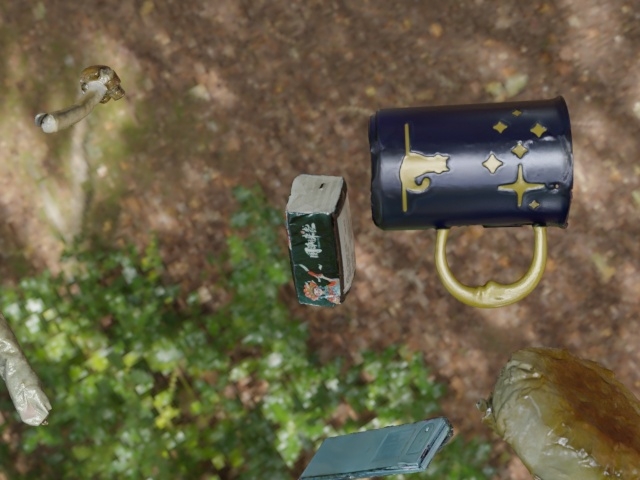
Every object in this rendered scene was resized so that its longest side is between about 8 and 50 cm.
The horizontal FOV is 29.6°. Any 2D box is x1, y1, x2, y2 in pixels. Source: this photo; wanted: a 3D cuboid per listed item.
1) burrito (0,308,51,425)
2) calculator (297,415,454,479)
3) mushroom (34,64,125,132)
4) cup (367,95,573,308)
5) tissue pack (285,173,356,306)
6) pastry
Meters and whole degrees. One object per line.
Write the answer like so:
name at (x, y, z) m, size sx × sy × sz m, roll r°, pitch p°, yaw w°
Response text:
burrito at (-0.345, 0.120, 1.318) m, size 0.185 × 0.041 × 0.045 m, roll 56°, pitch 132°, yaw 18°
calculator at (0.045, 0.178, 1.017) m, size 0.018 × 0.057 × 0.172 m, roll 51°, pitch 144°, yaw -14°
mushroom at (-0.330, -0.192, 1.674) m, size 0.061 × 0.187 × 0.060 m, roll -13°, pitch 114°, yaw 27°
cup at (0.194, -0.060, 1.579) m, size 0.178 × 0.256 × 0.254 m, roll 80°, pitch -173°, yaw -63°
tissue pack at (0.000, 0.001, 1.743) m, size 0.091 × 0.103 × 0.170 m, roll 1°, pitch 126°, yaw 13°
pastry at (0.331, 0.248, 1.583) m, size 0.257 × 0.236 × 0.120 m, roll 39°, pitch 117°, yaw 4°
